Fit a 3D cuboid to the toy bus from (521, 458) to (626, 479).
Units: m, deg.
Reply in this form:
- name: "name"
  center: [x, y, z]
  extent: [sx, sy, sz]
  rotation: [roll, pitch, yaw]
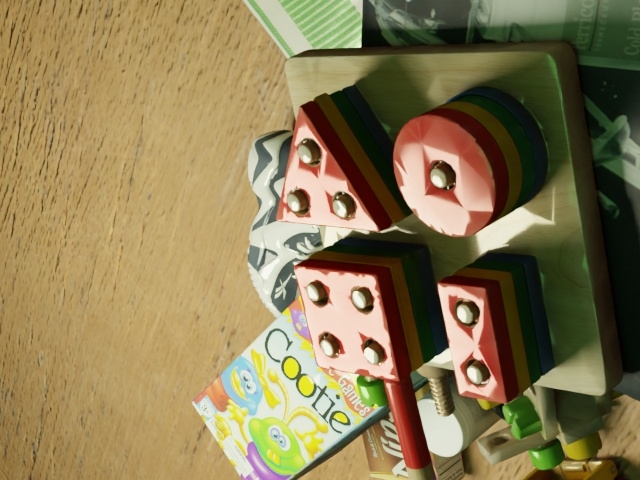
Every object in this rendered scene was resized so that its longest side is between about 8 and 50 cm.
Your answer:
- name: "toy bus"
  center: [0.272, 0.326, 1.384]
  extent: [0.202, 0.104, 0.191]
  rotation: [37, 133, 25]

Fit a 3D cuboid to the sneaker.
- name: "sneaker"
  center: [0.000, 0.000, 1.480]
  extent: [0.153, 0.094, 0.235]
  rotation: [18, 113, 47]

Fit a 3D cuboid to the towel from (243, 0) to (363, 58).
- name: "towel"
  center: [0.021, -0.319, 1.337]
  extent: [0.248, 0.038, 0.325]
  rotation: [54, 136, 6]

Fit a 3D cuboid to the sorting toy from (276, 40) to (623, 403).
- name: "sorting toy"
  center: [0.073, -0.008, 0.984]
  extent: [0.257, 0.089, 0.255]
  rotation: [6, 115, 44]

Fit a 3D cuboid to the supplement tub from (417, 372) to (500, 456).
- name: "supplement tub"
  center: [0.154, 0.174, 1.415]
  extent: [0.071, 0.107, 0.071]
  rotation: [22, 125, 35]

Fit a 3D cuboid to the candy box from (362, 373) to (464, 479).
- name: "candy box"
  center: [0.095, 0.188, 1.521]
  extent: [0.109, 0.053, 0.186]
  rotation: [7, 114, 43]

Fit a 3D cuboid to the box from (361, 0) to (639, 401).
- name: "box"
  center: [0.296, -0.146, 0.976]
  extent: [0.472, 0.297, 0.480]
  rotation: [24, 126, 36]

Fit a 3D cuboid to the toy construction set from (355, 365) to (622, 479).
- name: "toy construction set"
  center: [0.182, 0.153, 1.255]
  extent: [0.257, 0.309, 0.237]
  rotation: [14, 125, 48]

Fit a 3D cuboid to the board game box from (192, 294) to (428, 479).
- name: "board game box"
  center: [0.005, 0.146, 1.442]
  extent: [0.142, 0.144, 0.275]
  rotation: [55, 137, 10]
